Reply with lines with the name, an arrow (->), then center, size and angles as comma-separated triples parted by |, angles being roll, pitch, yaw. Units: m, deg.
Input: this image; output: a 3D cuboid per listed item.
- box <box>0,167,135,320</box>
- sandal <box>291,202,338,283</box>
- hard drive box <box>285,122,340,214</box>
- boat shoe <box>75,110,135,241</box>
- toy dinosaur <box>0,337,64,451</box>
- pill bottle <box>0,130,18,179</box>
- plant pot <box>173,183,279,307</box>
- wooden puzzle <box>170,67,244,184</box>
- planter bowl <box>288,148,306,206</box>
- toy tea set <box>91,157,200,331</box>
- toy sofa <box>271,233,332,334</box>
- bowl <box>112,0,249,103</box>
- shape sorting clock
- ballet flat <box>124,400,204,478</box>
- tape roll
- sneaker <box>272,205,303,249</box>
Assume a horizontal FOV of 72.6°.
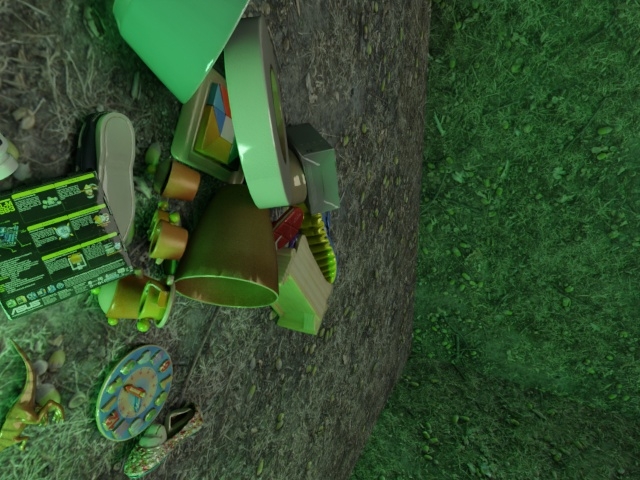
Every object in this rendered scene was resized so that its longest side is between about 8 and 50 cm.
box -> -0.411, 0.003, 0.667 | 0.191, 0.045, 0.184 | -24, 117, -27
sandal -> 0.000, 0.000, 1.468 | 0.138, 0.126, 0.317 | -43, 127, -64
hard drive box -> -0.030, -0.210, 1.242 | 0.089, 0.232, 0.181 | -16, 126, -11
boat shoe -> -0.382, -0.094, 0.750 | 0.095, 0.079, 0.254 | -10, 107, -60
toy dinosaur -> -0.487, 0.279, 0.718 | 0.112, 0.064, 0.211 | 40, 65, -60
pill bottle -> -0.466, -0.139, 0.578 | 0.067, 0.067, 0.120 | -58, 147, -35
plant pot -> -0.201, 0.006, 1.023 | 0.237, 0.237, 0.254 | 51, 39, -58
wooden puzzle -> -0.229, -0.260, 1.023 | 0.239, 0.044, 0.220 | 20, 83, -63
planter bowl -> -0.124, -0.159, 1.172 | 0.109, 0.162, 0.162 | -22, 125, -25
toy tea set -> -0.333, 0.003, 0.820 | 0.124, 0.200, 0.335 | 18, 66, -29
toy sofa -> -0.096, 0.132, 1.335 | 0.362, 0.150, 0.177 | 63, 41, -52
bowl -> -0.229, -0.409, 0.730 | 0.163, 0.312, 0.311 | 27, 74, -29
shape sorting clock -> -0.395, 0.329, 0.946 | 0.206, 0.040, 0.206 | -36, 132, -54
ballet flat -> -0.365, 0.452, 1.021 | 0.241, 0.091, 0.077 | -18, 107, -70
tape roll -> -0.123, -0.263, 0.931 | 0.392, 0.072, 0.391 | -6, 90, -89
sneaker -> -0.153, -0.025, 1.157 | 0.221, 0.128, 0.087 | -49, 149, 2
